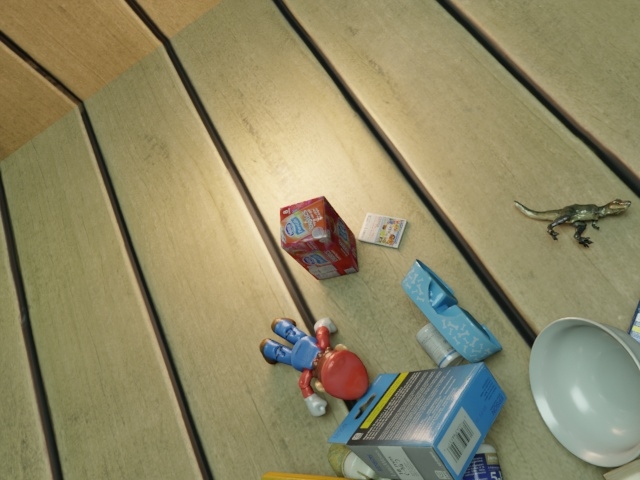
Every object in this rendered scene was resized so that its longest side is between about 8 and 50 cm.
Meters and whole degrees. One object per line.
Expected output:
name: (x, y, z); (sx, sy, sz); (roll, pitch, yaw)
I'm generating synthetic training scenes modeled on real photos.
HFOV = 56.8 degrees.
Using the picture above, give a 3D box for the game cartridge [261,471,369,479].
game cartridge: (0.006, 0.686, 1.297); (0.285, 0.052, 0.324); (-5, 87, 22)

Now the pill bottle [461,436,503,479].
pill bottle: (0.331, 0.496, 1.273); (0.112, 0.112, 0.187); (-17, 60, 15)

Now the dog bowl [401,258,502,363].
dog bowl: (0.304, 0.172, 1.419); (0.074, 0.166, 0.297); (-46, 56, 11)

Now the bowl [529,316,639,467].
bowl: (0.582, 0.293, 1.208); (0.134, 0.298, 0.298); (-7, 54, -25)

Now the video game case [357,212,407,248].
video game case: (0.173, -0.028, 1.656); (0.122, 0.011, 0.087); (12, 71, 28)

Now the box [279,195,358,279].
box: (0.000, 0.000, 1.571); (0.128, 0.257, 0.123); (-14, 63, 17)

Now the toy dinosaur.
toy dinosaur: (0.609, -0.049, 1.447); (0.268, 0.064, 0.118); (1, 52, 24)

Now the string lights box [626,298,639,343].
string lights box: (0.755, 0.159, 1.272); (0.133, 0.077, 0.260); (19, 75, 32)

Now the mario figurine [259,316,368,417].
mario figurine: (-0.002, 0.321, 1.525); (0.320, 0.170, 0.198); (22, 112, 41)

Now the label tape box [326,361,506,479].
label tape box: (0.206, 0.397, 1.299); (0.240, 0.106, 0.333); (-42, 12, -37)

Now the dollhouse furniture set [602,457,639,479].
dollhouse furniture set: (0.633, 0.536, 1.072); (0.212, 0.161, 0.242); (-28, 50, 6)

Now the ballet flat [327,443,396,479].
ballet flat: (0.152, 0.543, 1.329); (0.348, 0.123, 0.123); (25, 78, 31)

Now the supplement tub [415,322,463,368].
supplement tub: (0.289, 0.257, 1.432); (0.071, 0.071, 0.107); (-40, 56, 2)
